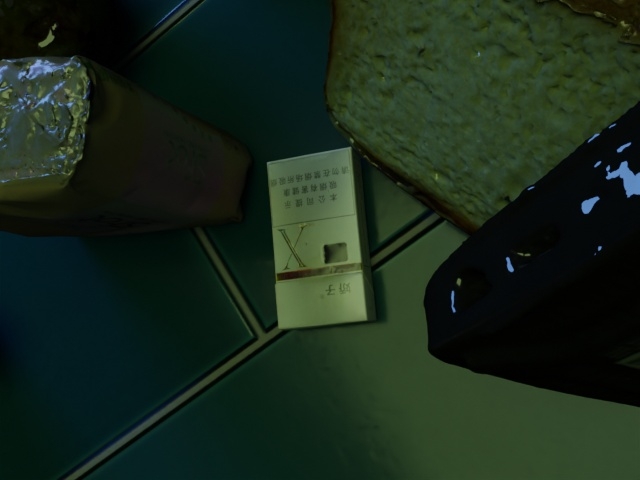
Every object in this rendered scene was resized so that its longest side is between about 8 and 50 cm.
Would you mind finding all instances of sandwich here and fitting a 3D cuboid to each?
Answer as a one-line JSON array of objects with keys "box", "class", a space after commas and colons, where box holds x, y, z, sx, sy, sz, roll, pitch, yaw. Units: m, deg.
[{"box": [0.138, -0.104, 0.520, 0.301, 0.271, 0.099, 38, 66, 18], "class": "sandwich"}]

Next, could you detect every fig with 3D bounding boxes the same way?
[{"box": [-0.286, -0.240, 0.731, 0.195, 0.195, 0.245, -9, 46, 17], "class": "fig"}]

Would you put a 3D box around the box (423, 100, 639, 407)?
[{"box": [0.240, 0.024, 0.412, 0.290, 0.289, 0.073, -45, 36, 48], "class": "box"}]

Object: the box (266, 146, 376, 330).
[{"box": [0.000, 0.000, 0.662, 0.084, 0.040, 0.154, -8, 80, 17], "class": "box"}]

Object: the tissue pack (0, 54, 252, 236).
[{"box": [-0.206, -0.069, 0.625, 0.215, 0.257, 0.123, -2, 85, 20], "class": "tissue pack"}]
